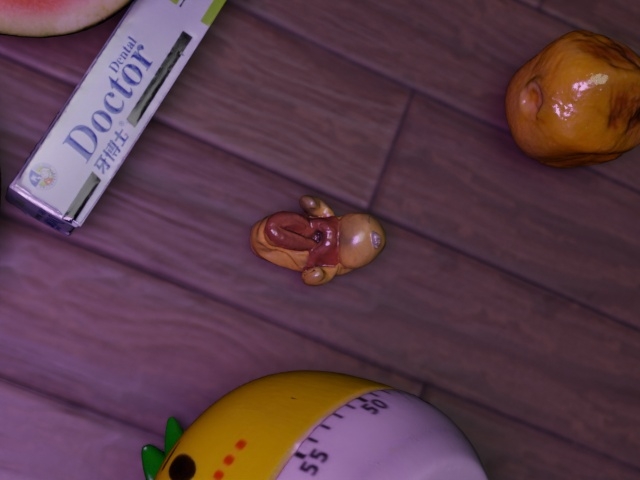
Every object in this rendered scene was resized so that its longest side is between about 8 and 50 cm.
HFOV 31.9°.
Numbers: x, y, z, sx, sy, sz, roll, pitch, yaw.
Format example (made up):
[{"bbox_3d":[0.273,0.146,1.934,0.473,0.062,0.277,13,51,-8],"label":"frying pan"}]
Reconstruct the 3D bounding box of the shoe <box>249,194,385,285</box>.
[{"bbox_3d":[-0.002,0.002,0.923,0.109,0.069,0.072,21,78,-5],"label":"shoe"}]

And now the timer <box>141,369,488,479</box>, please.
[{"bbox_3d":[-0.038,0.213,0.821,0.285,0.285,0.285,2,82,-14],"label":"timer"}]

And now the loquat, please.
[{"bbox_3d":[0.229,-0.118,0.972,0.137,0.137,0.113,-4,57,-15],"label":"loquat"}]

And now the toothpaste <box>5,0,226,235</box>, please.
[{"bbox_3d":[-0.136,-0.161,0.904,0.067,0.081,0.337,33,76,-12],"label":"toothpaste"}]

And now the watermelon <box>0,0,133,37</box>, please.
[{"bbox_3d":[-0.189,-0.249,0.881,0.193,0.145,0.137,-16,113,18],"label":"watermelon"}]
